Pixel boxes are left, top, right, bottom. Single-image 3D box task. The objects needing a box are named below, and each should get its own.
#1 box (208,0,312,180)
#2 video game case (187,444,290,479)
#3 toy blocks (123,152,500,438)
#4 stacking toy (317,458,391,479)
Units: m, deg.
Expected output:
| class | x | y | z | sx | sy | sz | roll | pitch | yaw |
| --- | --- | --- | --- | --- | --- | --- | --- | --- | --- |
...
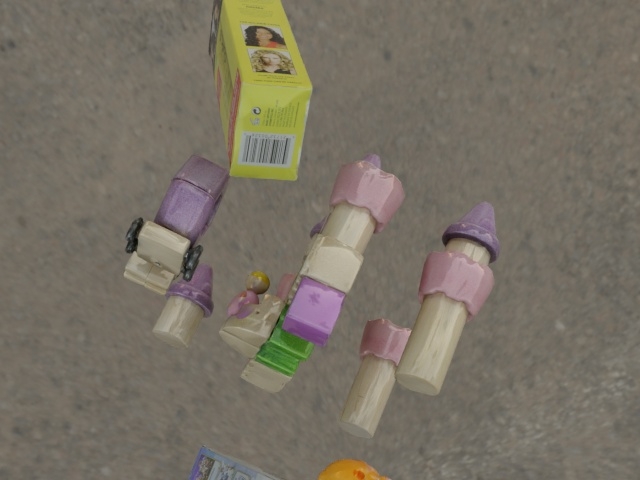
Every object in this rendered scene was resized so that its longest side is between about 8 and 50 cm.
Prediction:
| class | x | y | z | sx | sy | sz | roll | pitch | yaw |
| --- | --- | --- | --- | --- | --- | --- | --- | --- | --- |
| box | -0.056 | -0.145 | 0.852 | 0.058 | 0.087 | 0.232 | 2 | 35 | -14 |
| video game case | -0.098 | 0.365 | 1.019 | 0.061 | 0.244 | 0.269 | 28 | 77 | -29 |
| toy blocks | 0.000 | 0.000 | 0.993 | 0.309 | 0.288 | 0.260 | 26 | 66 | -3 |
| stacking toy | 0.125 | 0.248 | 0.745 | 0.302 | 0.165 | 0.175 | 30 | 37 | -10 |
